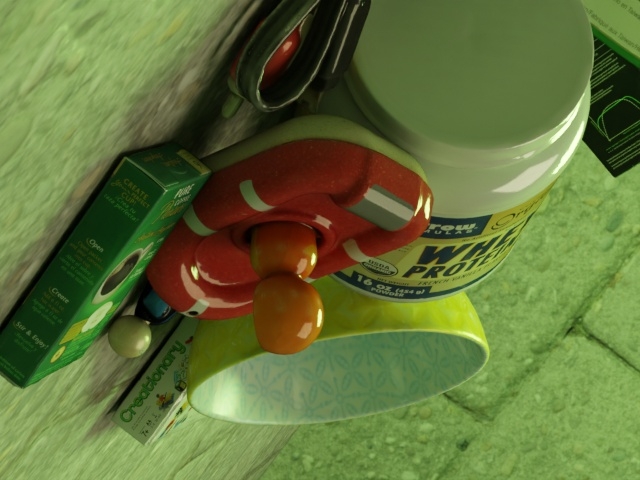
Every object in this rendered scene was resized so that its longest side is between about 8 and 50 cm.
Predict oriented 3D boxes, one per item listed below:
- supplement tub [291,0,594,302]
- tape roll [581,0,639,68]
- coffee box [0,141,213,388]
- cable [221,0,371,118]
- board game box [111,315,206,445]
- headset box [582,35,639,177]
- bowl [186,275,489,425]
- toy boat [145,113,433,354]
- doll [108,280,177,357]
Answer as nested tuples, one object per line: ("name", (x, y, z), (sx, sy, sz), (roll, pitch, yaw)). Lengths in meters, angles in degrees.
("supplement tub", (0.093, -0.098, 1.577), (0.228, 0.228, 0.316), (-49, 172, -21))
("tape roll", (0.281, -0.236, 1.695), (0.077, 0.321, 0.321), (-51, 173, -1))
("coffee box", (-0.156, 0.015, 1.345), (0.184, 0.040, 0.113), (-53, 173, 17))
("cable", (0.003, -0.200, 1.320), (0.139, 0.072, 0.287), (-22, 140, -51))
("board game box", (-0.111, 0.115, 2.051), (0.193, 0.053, 0.305), (-54, 172, 7))
("headset box", (0.328, -0.259, 2.092), (0.246, 0.283, 0.131), (-44, -175, -41))
("bowl", (0.006, 0.063, 1.820), (0.290, 0.156, 0.289), (-8, 160, -3))
("toy boat", (-0.029, 0.014, 1.408), (0.231, 0.151, 0.151), (-22, -125, 38))
("doll", (-0.113, 0.026, 1.636), (0.189, 0.046, 0.129), (-44, -179, -5))
